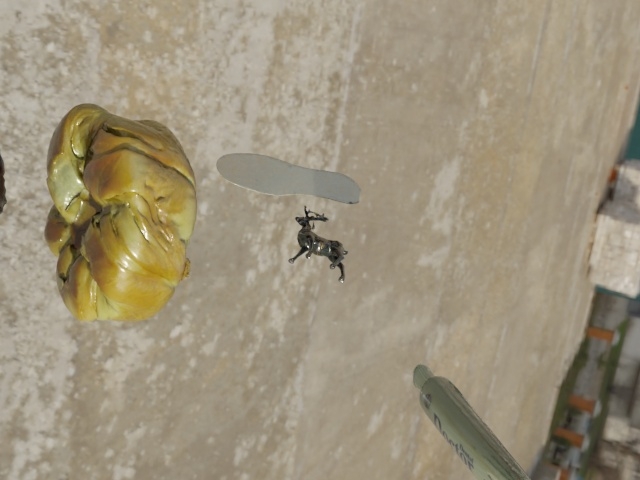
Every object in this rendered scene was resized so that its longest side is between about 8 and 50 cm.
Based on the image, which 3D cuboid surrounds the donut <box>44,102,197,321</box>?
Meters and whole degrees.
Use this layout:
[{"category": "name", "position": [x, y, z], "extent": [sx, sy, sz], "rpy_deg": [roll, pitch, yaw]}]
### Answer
[{"category": "donut", "position": [-0.339, -0.048, 1.311], "extent": [0.170, 0.360, 0.360], "rpy_deg": [4, 101, -39]}]

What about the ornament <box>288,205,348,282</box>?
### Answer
[{"category": "ornament", "position": [0.000, 0.000, 0.980], "extent": [0.125, 0.073, 0.028], "rpy_deg": [-88, -159, -60]}]

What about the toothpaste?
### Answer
[{"category": "toothpaste", "position": [0.134, 0.173, 0.665], "extent": [0.037, 0.255, 0.067], "rpy_deg": [-20, 117, -11]}]

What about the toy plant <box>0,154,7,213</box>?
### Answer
[{"category": "toy plant", "position": [-0.484, -0.093, 0.732], "extent": [0.247, 0.332, 0.247], "rpy_deg": [168, -90, -84]}]

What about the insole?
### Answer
[{"category": "insole", "position": [-0.034, -0.073, 0.946], "extent": [0.197, 0.065, 0.004], "rpy_deg": [6, 136, -32]}]
